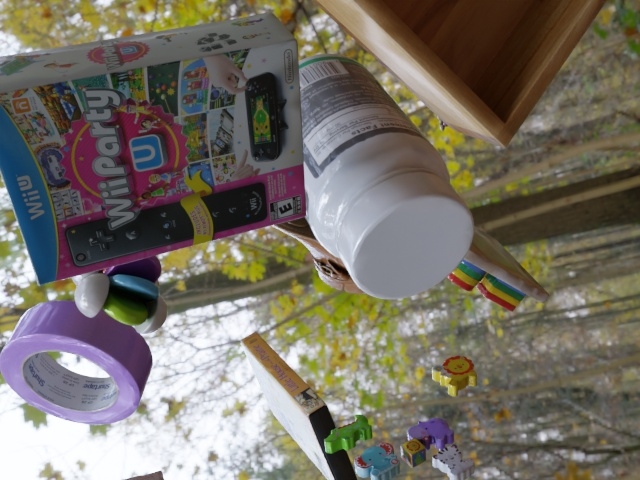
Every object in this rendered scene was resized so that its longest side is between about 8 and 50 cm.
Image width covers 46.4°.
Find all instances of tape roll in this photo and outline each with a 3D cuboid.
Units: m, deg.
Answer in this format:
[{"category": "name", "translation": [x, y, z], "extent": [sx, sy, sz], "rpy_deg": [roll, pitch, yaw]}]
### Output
[{"category": "tape roll", "translation": [-0.471, 0.242, 1.453], "extent": [0.275, 0.274, 0.090], "rpy_deg": [55, -151, -33]}]

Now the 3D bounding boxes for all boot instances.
[{"category": "boot", "translation": [0.000, 0.000, 1.435], "extent": [0.220, 0.283, 0.109], "rpy_deg": [85, -155, -61]}]

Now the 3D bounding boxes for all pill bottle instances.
[{"category": "pill bottle", "translation": [0.056, -0.098, 1.058], "extent": [0.204, 0.204, 0.361], "rpy_deg": [45, -168, -44]}]

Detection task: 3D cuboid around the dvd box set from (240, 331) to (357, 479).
[{"category": "dvd box set", "translation": [-0.064, 0.460, 2.031], "extent": [0.062, 0.420, 0.308], "rpy_deg": [-30, -60, -17]}]

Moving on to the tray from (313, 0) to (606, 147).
[{"category": "tray", "translation": [0.166, -0.294, 0.513], "extent": [0.203, 0.076, 0.411], "rpy_deg": [34, -90, -34]}]

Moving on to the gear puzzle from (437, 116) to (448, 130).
[{"category": "gear puzzle", "translation": [0.278, -0.420, 1.743], "extent": [0.339, 0.044, 0.176], "rpy_deg": [59, -148, -57]}]

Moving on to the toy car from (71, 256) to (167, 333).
[{"category": "toy car", "translation": [-0.331, 0.064, 1.287], "extent": [0.159, 0.136, 0.182], "rpy_deg": [27, -162, -35]}]

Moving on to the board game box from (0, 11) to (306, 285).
[{"category": "board game box", "translation": [-0.174, -0.098, 0.788], "extent": [0.097, 0.303, 0.224], "rpy_deg": [-122, 23, -49]}]

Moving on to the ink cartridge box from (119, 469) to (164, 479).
[{"category": "ink cartridge box", "translation": [-0.362, 0.562, 1.458], "extent": [0.232, 0.066, 0.189], "rpy_deg": [38, -149, -73]}]

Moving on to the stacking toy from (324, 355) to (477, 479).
[{"category": "stacking toy", "translation": [0.100, 0.253, 0.911], "extent": [0.221, 0.052, 0.167], "rpy_deg": [-20, -58, -25]}]

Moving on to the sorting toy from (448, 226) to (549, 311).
[{"category": "sorting toy", "translation": [0.333, 0.041, 1.646], "extent": [0.255, 0.089, 0.257], "rpy_deg": [27, -162, -28]}]
